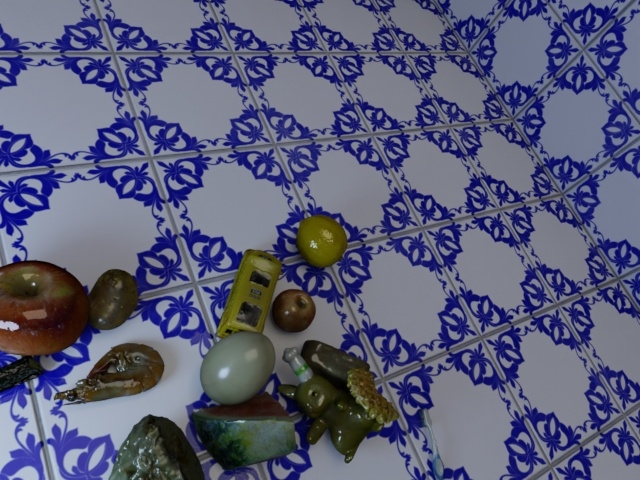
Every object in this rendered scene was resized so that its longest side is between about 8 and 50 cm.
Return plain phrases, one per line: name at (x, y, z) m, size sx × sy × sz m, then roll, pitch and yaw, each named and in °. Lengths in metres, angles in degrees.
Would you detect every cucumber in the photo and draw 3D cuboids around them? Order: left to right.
cucumber at (-0.825, 0.360, 1.273) m, size 0.245 × 0.067 × 0.067 m, roll -24°, pitch 74°, yaw -36°

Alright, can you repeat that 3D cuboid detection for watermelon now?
watermelon at (-0.192, 0.515, 1.422) m, size 0.309 × 0.231 × 0.193 m, roll -20°, pitch 67°, yaw 14°

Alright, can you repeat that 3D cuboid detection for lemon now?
lemon at (0.000, 0.000, 1.818) m, size 0.203 × 0.178 × 0.178 m, roll 43°, pitch 52°, yaw 2°

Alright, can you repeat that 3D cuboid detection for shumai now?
shumai at (-0.428, 0.587, 1.286) m, size 0.218 × 0.189 × 0.256 m, roll -32°, pitch 84°, yaw -14°

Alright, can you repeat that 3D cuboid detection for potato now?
potato at (-0.594, 0.170, 1.466) m, size 0.137 × 0.137 × 0.176 m, roll 27°, pitch 74°, yaw -8°

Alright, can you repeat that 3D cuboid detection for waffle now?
waffle at (0.152, 0.451, 1.515) m, size 0.148 × 0.051 × 0.194 m, roll 12°, pitch 30°, yaw -53°

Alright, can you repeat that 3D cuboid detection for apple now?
apple at (-0.749, 0.179, 1.333) m, size 0.271 × 0.207 × 0.252 m, roll -1°, pitch 47°, yaw -24°
apple at (-0.086, 0.227, 1.664) m, size 0.146 × 0.131 × 0.147 m, roll 13°, pitch 62°, yaw -26°

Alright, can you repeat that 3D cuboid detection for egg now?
egg at (-0.233, 0.359, 1.458) m, size 0.186 × 0.241 × 0.186 m, roll 45°, pitch 19°, yaw -20°

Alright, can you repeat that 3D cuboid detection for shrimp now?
shrimp at (-0.572, 0.360, 1.397) m, size 0.287 × 0.063 × 0.152 m, roll -7°, pitch 62°, yaw -32°

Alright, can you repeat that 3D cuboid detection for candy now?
candy at (0.043, 0.407, 1.641) m, size 0.233 × 0.102 × 0.104 m, roll 27°, pitch 53°, yaw -12°

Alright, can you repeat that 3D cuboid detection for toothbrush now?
toothbrush at (0.381, 0.737, 1.644) m, size 0.040 × 0.040 × 0.387 m, roll 1°, pitch 62°, yaw -25°

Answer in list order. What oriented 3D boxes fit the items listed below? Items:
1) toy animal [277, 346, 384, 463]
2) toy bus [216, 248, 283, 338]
toy animal at (0.007, 0.490, 1.520) m, size 0.362 × 0.181 × 0.180 m, roll 33°, pitch 17°, yaw -11°
toy bus at (-0.211, 0.164, 1.634) m, size 0.145 × 0.151 × 0.332 m, roll 21°, pitch 55°, yaw -10°
